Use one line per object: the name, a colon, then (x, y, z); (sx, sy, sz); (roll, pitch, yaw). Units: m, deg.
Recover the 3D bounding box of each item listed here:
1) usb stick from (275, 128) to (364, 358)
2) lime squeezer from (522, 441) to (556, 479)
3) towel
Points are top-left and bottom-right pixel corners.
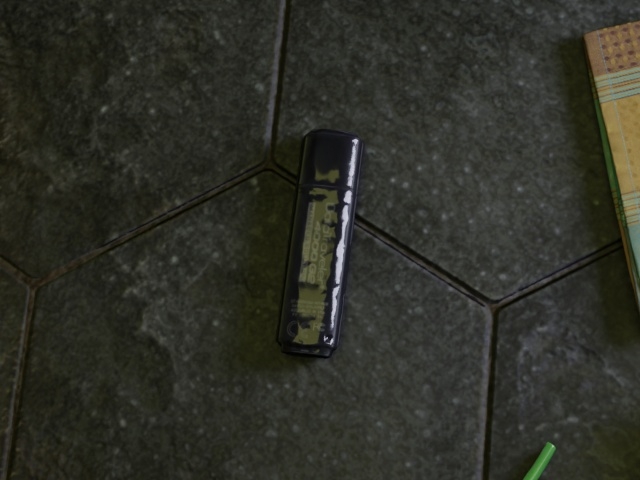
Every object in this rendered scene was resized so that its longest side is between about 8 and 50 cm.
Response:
usb stick: (0.000, 0.000, 1.581); (0.077, 0.045, 0.278); (6, 76, 6)
lime squeezer: (0.134, 0.332, 1.468); (0.310, 0.059, 0.110); (-24, 41, 6)
towel: (0.462, -0.095, 1.513); (0.271, 0.040, 0.370); (-11, 71, 8)
